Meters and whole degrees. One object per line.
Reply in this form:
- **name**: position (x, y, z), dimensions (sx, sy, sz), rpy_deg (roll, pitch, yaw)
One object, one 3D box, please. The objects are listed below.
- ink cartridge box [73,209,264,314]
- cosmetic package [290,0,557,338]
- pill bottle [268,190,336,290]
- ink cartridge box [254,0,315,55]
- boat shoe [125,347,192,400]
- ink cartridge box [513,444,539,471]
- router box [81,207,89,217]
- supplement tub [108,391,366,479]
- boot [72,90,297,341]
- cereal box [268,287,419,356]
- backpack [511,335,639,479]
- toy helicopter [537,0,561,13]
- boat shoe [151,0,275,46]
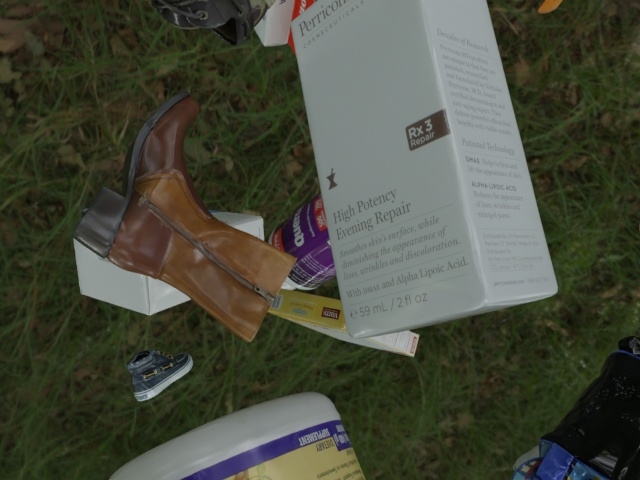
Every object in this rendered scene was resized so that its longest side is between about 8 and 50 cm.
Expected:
- **ink cartridge box**: position (-0.295, 0.029, 1.257), dimensions (0.307, 0.223, 0.129), rpy_deg (-19, 112, -50)
- **cosmetic package**: position (0.060, -0.062, 0.411), dimensions (0.085, 0.231, 0.117), rpy_deg (-2, 165, -43)
- **pill bottle**: position (0.000, 0.000, 1.473), dimensions (0.181, 0.182, 0.323), rpy_deg (25, 138, -31)
- **ink cartridge box**: position (-0.064, -0.469, 1.133), dimensions (0.060, 0.239, 0.275), rpy_deg (-13, 147, -22)
- **boat shoe**: position (-0.330, 0.254, 1.304), dimensions (0.065, 0.183, 0.083), rpy_deg (-13, 99, 20)
- **ink cartridge box**: position (0.338, 0.318, 0.753), dimensions (0.127, 0.072, 0.175), rpy_deg (-35, 93, 4)
- **router box**: position (-0.467, -0.034, 1.518), dimensions (0.178, 0.046, 0.133), rpy_deg (-16, 104, -4)
- **supplement tub**: position (-0.039, 0.335, 0.569), dimensions (0.241, 0.331, 0.241), rpy_deg (-22, 160, -8)
- **boot**: position (-0.148, -0.038, 0.866), dimensions (0.280, 0.264, 0.096), rpy_deg (31, 151, -15)
- **cereal box**: position (0.038, 0.139, 1.058), dimensions (0.173, 0.047, 0.240), rpy_deg (7, 166, 37)
- **backpack**: position (0.202, 0.160, 0.318), dimensions (0.117, 0.173, 0.158), rpy_deg (-41, 138, -19)
- **toy helicopter**: position (0.502, -0.634, 1.352), dimensions (0.140, 0.355, 0.235), rpy_deg (-13, 98, 15)
- **boat shoe**: position (-0.115, -0.242, 0.582), dimensions (0.102, 0.285, 0.092), rpy_deg (23, 102, 9)
